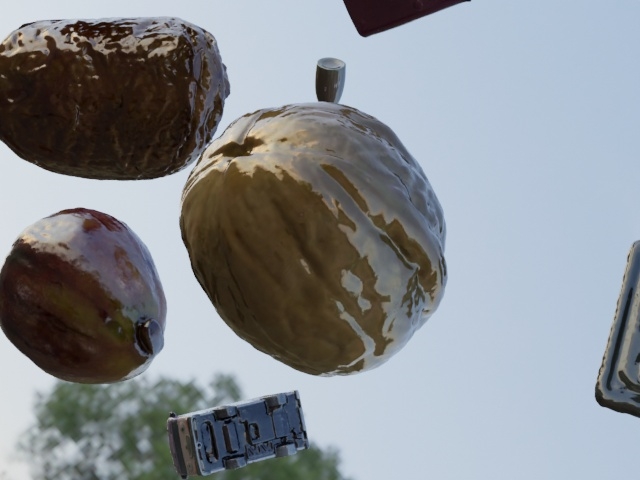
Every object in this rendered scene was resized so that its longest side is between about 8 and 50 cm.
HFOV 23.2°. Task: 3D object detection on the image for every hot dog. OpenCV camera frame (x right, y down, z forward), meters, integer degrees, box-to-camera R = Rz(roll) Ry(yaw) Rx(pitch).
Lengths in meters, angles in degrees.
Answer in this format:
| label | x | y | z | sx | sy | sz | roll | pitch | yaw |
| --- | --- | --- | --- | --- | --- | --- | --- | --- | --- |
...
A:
| label | x | y | z | sx | sy | sz | roll | pitch | yaw |
| --- | --- | --- | --- | --- | --- | --- | --- | --- | --- |
| hot dog | -0.323 | -0.232 | 2.418 | 0.388 | 0.267 | 0.174 | 2 | -10 | 14 |

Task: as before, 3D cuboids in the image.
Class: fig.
| label | x | y | z | sx | sy | sz | roll | pitch | yaw |
| --- | --- | --- | --- | --- | --- | --- | --- | --- | --- |
| fig | -0.314 | 0.080 | 2.074 | 0.224 | 0.224 | 0.263 | 94 | -24 | -57 |

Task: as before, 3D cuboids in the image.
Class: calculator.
| label | x | y | z | sx | sy | sz | roll | pitch | yaw |
| --- | --- | --- | --- | --- | --- | --- | --- | --- | --- |
| calculator | 0.107 | -0.358 | 2.138 | 0.190 | 0.034 | 0.126 | -16 | -77 | 33 |

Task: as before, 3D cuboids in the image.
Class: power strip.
| label | x | y | z | sx | sy | sz | roll | pitch | yaw |
| --- | --- | --- | --- | --- | --- | --- | --- | --- | --- |
| power strip | 0.470 | 0.106 | 1.825 | 0.257 | 0.251 | 0.092 | 12 | -42 | 13 |

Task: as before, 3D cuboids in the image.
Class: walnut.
| label | x | y | z | sx | sy | sz | roll | pitch | yaw |
| --- | --- | --- | --- | --- | --- | --- | --- | --- | --- |
| walnut | 0.002 | -0.001 | 1.654 | 0.313 | 0.252 | 0.277 | 47 | 16 | -32 |

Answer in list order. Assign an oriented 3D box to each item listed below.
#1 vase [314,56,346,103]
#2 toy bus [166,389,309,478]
| label | x | y | z | sx | sy | sz | roll | pitch | yaw |
| --- | --- | --- | --- | --- | --- | --- | --- | --- | --- |
| vase | 0.015 | -0.261 | 2.691 | 0.053 | 0.053 | 0.100 | 33 | -49 | 38 |
| toy bus | -0.066 | 0.146 | 1.182 | 0.058 | 0.102 | 0.052 | -15 | -94 | 52 |
